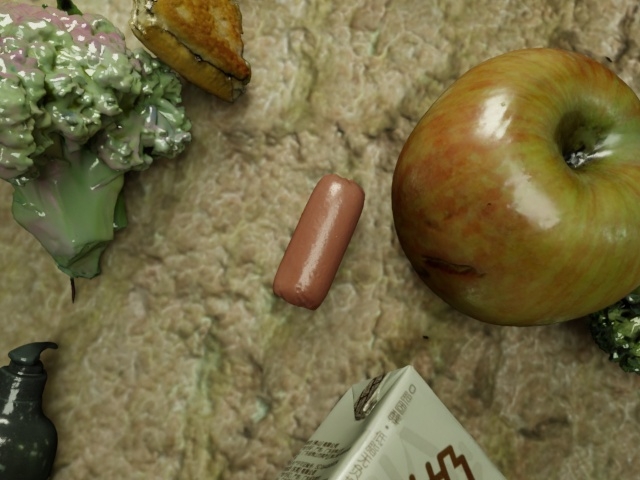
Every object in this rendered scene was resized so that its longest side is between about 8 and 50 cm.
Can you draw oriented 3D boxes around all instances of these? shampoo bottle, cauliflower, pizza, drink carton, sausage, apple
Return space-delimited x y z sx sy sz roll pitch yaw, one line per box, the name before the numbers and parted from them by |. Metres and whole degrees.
shampoo bottle | -0.317 0.239 0.467 0.101 0.101 0.284 15 84 -5
cauliflower | -0.249 -0.083 0.474 0.256 0.238 0.316 -20 110 -46
pizza | -0.144 -0.256 0.522 0.069 0.147 0.227 -24 73 34
drink carton | 0.029 0.296 0.424 0.194 0.132 0.324 50 51 -1
sausage | 0.000 0.000 0.547 0.062 0.062 0.154 24 83 -4
apple | 0.195 -0.042 0.496 0.264 0.264 0.265 1 85 -7

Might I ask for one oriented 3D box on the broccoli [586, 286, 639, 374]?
broccoli | 0.447 0.005 0.465 0.252 0.361 0.221 -19 79 -46
